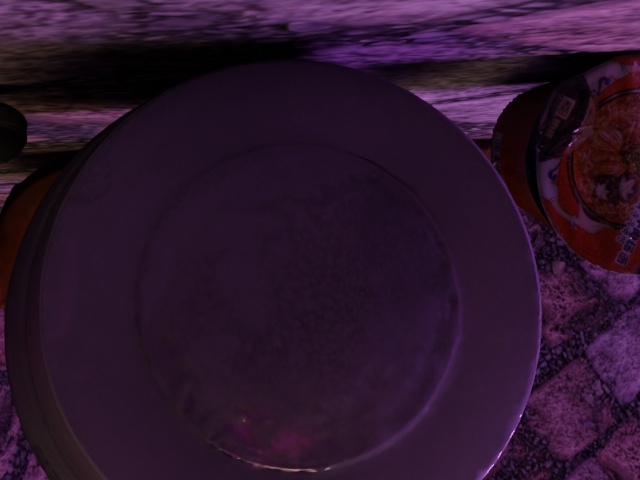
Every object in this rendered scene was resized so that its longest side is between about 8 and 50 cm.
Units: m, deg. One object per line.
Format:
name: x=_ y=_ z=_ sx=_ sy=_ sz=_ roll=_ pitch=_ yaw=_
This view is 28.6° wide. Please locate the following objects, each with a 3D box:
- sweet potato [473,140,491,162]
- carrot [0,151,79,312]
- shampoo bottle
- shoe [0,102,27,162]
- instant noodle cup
sweet potato: x=0.230 y=-0.079 z=1.416 sx=0.075 sy=0.075 sz=0.273 roll=-4 pitch=178 yaw=33
carrot: x=-0.200 y=0.025 z=1.243 sx=0.224 sy=0.224 sz=0.341 roll=-4 pitch=173 yaw=0
shampoo bottle: x=-0.029 y=0.046 z=0.669 sx=0.273 sy=0.273 sz=0.266 roll=-4 pitch=170 yaw=-12
shoe: x=-0.247 y=-0.034 z=0.638 sx=0.194 sy=0.077 sz=0.074 roll=-4 pitch=180 yaw=-21
instant noodle cup: x=0.164 y=-0.050 z=0.758 sx=0.127 sy=0.127 sz=0.135 roll=-4 pitch=-172 yaw=-12
